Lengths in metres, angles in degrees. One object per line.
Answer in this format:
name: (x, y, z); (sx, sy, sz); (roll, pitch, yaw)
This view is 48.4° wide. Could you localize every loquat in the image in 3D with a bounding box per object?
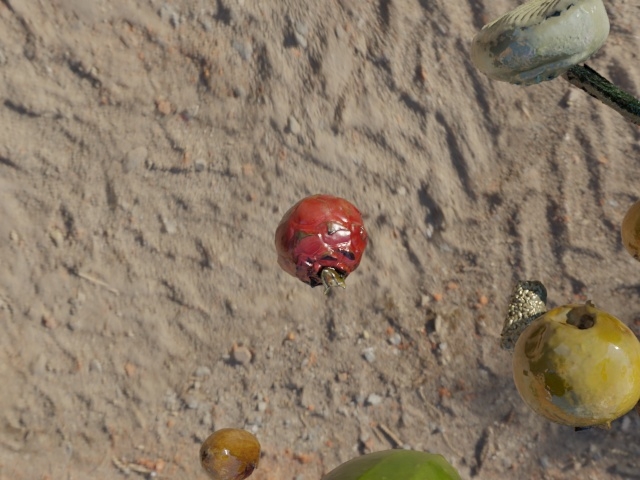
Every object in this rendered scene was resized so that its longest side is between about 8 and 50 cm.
loquat: (0.467, 0.237, 1.291); (0.244, 0.244, 0.244); (-2, 115, -3)
loquat: (0.655, -0.016, 1.383); (0.141, 0.141, 0.141); (-2, 115, -3)

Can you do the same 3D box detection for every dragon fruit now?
dragon fruit: (0.000, 0.000, 1.311); (0.172, 0.209, 0.172); (3, 122, 4)

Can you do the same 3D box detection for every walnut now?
walnut: (-0.191, 0.470, 1.560); (0.116, 0.115, 0.207); (-34, 157, 12)

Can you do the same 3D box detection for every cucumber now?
cucumber: (0.570, -0.284, 1.393); (0.044, 0.256, 0.043); (-35, 142, -6)

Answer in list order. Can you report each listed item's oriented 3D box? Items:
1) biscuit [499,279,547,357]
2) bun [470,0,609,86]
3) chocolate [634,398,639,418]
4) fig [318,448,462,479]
biscuit: (0.432, 0.165, 1.498); (0.070, 0.168, 0.082); (-3, 152, 44)
bun: (0.387, -0.353, 1.267); (0.239, 0.239, 0.141); (-23, 106, 7)
chocolate: (0.824, 0.455, 1.637); (0.112, 0.112, 0.321); (-30, 119, 18)
fig: (0.110, 0.445, 1.055); (0.316, 0.316, 0.316); (-2, 115, -3)
